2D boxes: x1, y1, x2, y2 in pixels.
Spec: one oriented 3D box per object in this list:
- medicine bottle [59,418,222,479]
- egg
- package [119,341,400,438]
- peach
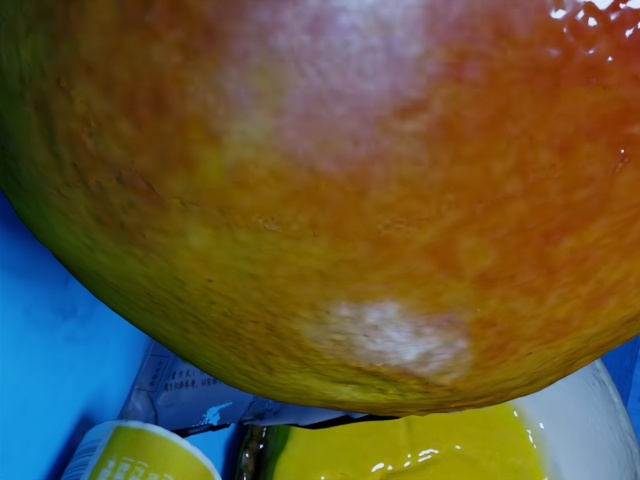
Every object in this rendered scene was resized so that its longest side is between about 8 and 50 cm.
[{"bbox_3d":[-0.098,0.162,0.616,0.074,0.074,0.218,84,22,-44],"label":"medicine bottle"},{"bbox_3d":[0.078,0.150,0.966,0.337,0.201,0.337,13,90,-74],"label":"egg"},{"bbox_3d":[0.000,0.000,0.703,0.027,0.171,0.173,36,58,-32],"label":"package"},{"bbox_3d":[0.028,-0.074,0.535,0.238,0.281,0.281,-38,137,-67],"label":"peach"}]
